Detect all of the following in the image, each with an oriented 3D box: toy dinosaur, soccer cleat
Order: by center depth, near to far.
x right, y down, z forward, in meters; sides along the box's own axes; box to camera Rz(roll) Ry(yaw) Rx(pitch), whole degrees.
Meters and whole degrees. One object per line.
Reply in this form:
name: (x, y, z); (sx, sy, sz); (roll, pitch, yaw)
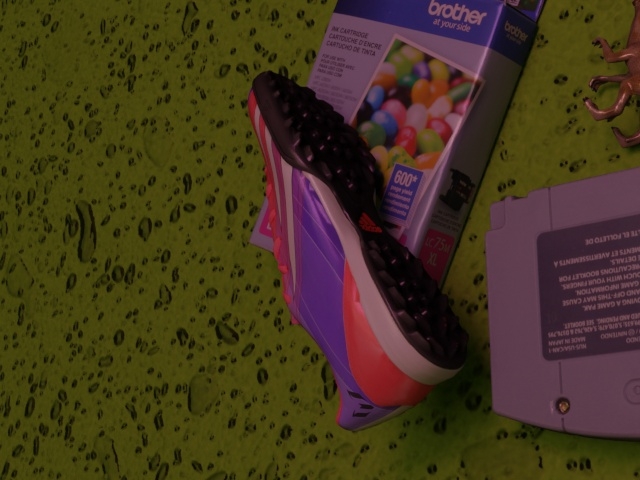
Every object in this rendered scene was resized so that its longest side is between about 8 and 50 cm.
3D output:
toy dinosaur: (0.249, -0.113, 1.026); (0.092, 0.053, 0.183); (-36, 56, 26)
soccer cleat: (0.000, 0.000, 1.097); (0.116, 0.109, 0.318); (-44, 57, 27)

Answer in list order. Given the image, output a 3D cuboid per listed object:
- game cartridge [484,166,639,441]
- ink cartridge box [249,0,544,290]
game cartridge: (0.254, 0.042, 0.971); (0.297, 0.062, 0.198); (-12, 76, 38)
ink cartridge box: (0.066, -0.112, 1.180); (0.186, 0.065, 0.311); (21, 89, 42)
